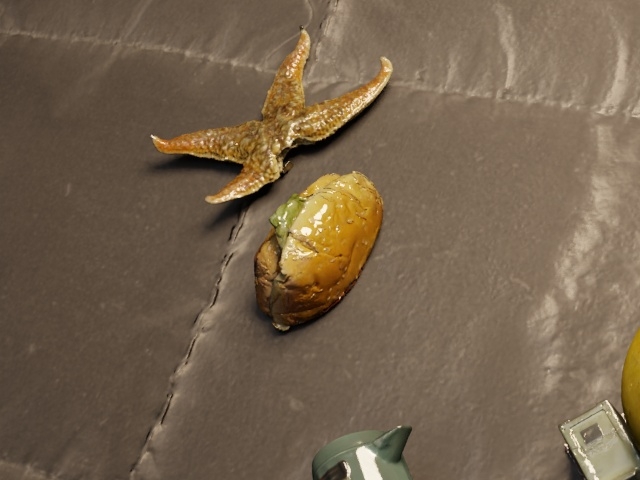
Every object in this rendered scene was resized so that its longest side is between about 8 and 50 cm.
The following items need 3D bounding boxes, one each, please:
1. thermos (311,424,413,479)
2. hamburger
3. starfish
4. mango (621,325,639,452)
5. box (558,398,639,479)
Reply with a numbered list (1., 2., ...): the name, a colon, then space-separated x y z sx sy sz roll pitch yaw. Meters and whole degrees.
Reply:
1. thermos: 0.059 0.301 1.107 0.182 0.145 0.287 -50 45 35
2. hamburger: -0.004 0.002 1.311 0.087 0.102 0.176 32 79 21
3. starfish: -0.045 -0.132 1.435 0.247 0.050 0.138 -35 54 -6
4. mango: 0.414 0.117 1.029 0.364 0.182 0.253 -3 59 10
5. box: 0.241 0.181 1.128 0.060 0.063 0.085 -29 57 7
